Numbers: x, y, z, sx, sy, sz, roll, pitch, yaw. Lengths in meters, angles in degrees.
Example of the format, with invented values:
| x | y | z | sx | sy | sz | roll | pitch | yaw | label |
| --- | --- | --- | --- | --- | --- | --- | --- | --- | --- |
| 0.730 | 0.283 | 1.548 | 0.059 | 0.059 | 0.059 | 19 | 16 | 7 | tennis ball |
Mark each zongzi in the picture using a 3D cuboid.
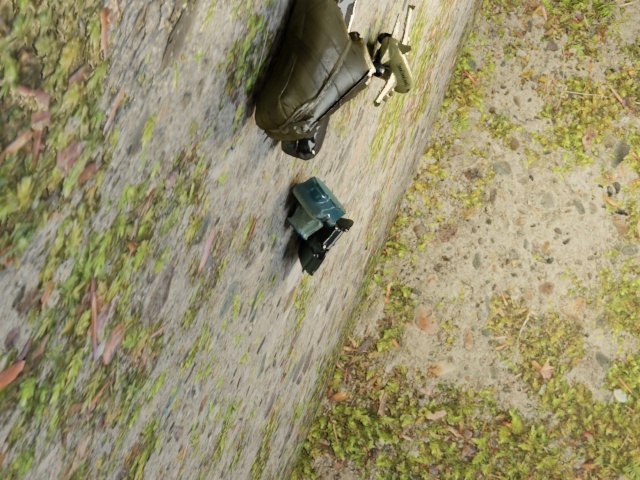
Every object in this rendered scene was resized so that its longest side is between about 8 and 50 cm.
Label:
| x | y | z | sx | sy | sz | roll | pitch | yaw | label |
| --- | --- | --- | --- | --- | --- | --- | --- | --- | --- |
| -0.029 | -0.251 | 1.230 | 0.194 | 0.099 | 0.197 | -47 | 128 | -28 | zongzi |

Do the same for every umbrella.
| x | y | z | sx | sy | sz | roll | pitch | yaw | label |
| --- | --- | --- | --- | --- | --- | --- | --- | --- | --- |
| 0.003 | -0.279 | 1.354 | 0.073 | 0.067 | 0.337 | -78 | -178 | -64 | umbrella |

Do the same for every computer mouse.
| x | y | z | sx | sy | sz | roll | pitch | yaw | label |
| --- | --- | --- | --- | --- | --- | --- | --- | --- | --- |
| -0.001 | -0.003 | 1.849 | 0.126 | 0.071 | 0.231 | -51 | 180 | 13 | computer mouse |

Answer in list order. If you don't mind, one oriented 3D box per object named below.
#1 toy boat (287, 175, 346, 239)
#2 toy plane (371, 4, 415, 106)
| x | y | z | sx | sy | sz | roll | pitch | yaw | label |
| --- | --- | --- | --- | --- | --- | --- | --- | --- | --- |
| -0.018 | -0.057 | 1.704 | 0.102 | 0.088 | 0.215 | -36 | 173 | 6 | toy boat |
| 0.151 | -0.365 | 1.902 | 0.244 | 0.092 | 0.229 | 73 | 36 | -76 | toy plane |
